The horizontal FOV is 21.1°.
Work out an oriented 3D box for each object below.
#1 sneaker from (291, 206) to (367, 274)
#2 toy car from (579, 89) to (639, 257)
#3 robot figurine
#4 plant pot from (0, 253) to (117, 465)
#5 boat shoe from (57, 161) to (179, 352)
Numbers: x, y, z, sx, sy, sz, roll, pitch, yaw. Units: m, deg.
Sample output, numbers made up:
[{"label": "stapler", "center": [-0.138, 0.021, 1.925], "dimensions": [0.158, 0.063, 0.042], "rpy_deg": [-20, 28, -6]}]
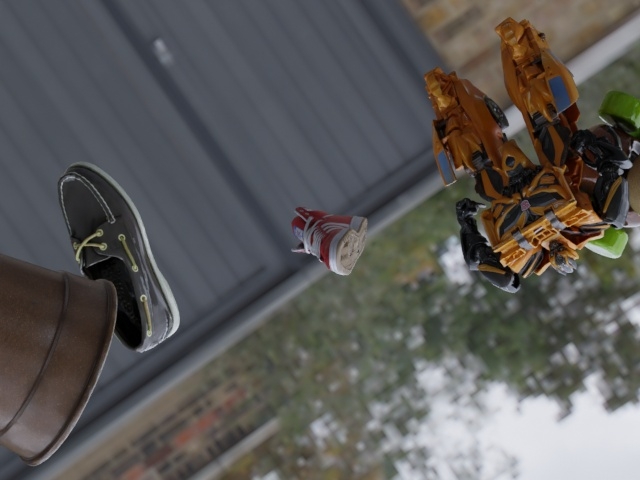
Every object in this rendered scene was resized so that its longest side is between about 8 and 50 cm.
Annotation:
[{"label": "sneaker", "center": [0.000, 0.000, 1.515], "dimensions": [0.067, 0.042, 0.118], "rpy_deg": [9, -167, 9]}, {"label": "toy car", "center": [0.375, -0.056, 1.873], "dimensions": [0.188, 0.149, 0.155], "rpy_deg": [19, -101, 40]}, {"label": "robot figurine", "center": [0.212, -0.088, 1.836], "dimensions": [0.211, 0.291, 0.085], "rpy_deg": [-34, 140, 23]}, {"label": "plant pot", "center": [-0.276, 0.077, 1.396], "dimensions": [0.167, 0.165, 0.167], "rpy_deg": [-46, -151, 36]}, {"label": "boat shoe", "center": [-0.238, 0.018, 1.953], "dimensions": [0.081, 0.228, 0.068], "rpy_deg": [-26, -175, 29]}]
